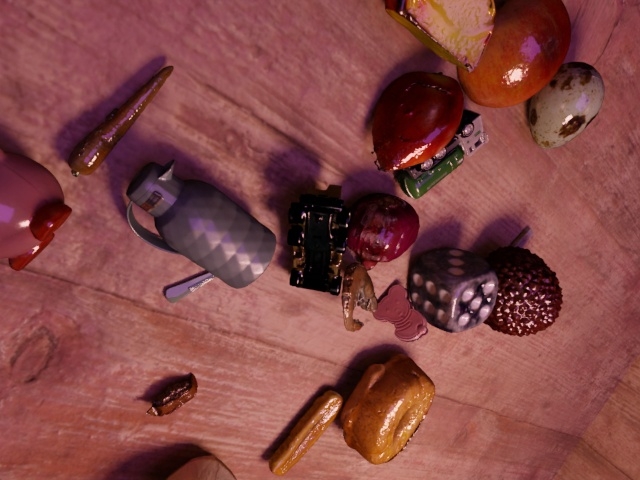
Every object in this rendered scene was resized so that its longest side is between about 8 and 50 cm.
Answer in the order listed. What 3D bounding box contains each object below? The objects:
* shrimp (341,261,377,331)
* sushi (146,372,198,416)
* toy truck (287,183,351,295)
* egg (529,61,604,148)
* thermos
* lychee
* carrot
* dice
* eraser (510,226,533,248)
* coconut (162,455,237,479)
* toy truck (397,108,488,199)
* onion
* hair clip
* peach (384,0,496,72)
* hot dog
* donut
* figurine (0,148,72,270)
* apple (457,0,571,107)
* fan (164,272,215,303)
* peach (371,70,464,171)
[{"bbox_3d":[0.095,0.155,1.066,0.253,0.058,0.173,65,34,-51],"label":"shrimp"},{"bbox_3d":[-0.338,0.360,0.982,0.120,0.052,0.055,-29,122,-16],"label":"sushi"},{"bbox_3d":[-0.001,0.004,0.960,0.127,0.127,0.257,8,125,6],"label":"toy truck"},{"bbox_3d":[0.653,-0.359,1.152,0.169,0.169,0.231,-5,127,-27],"label":"egg"},{"bbox_3d":[-0.239,-0.027,0.824,0.182,0.145,0.286,-33,127,25],"label":"thermos"},{"bbox_3d":[0.573,0.149,1.292,0.264,0.300,0.264,-51,164,-21],"label":"lychee"},{"bbox_3d":[-0.341,-0.209,0.736,0.254,0.049,0.049,-49,126,-5],"label":"carrot"},{"bbox_3d":[0.369,0.135,1.200,0.183,0.182,0.181,-13,117,-26],"label":"dice"},{"bbox_3d":[0.662,-0.003,1.403,0.083,0.019,0.038,-46,124,-4],"label":"eraser"},{"bbox_3d":[-0.303,0.665,1.036,0.259,0.259,0.259,-12,116,-25],"label":"coconut"},{"bbox_3d":[0.292,-0.213,1.056,0.242,0.101,0.125,-40,129,-5],"label":"toy truck"},{"bbox_3d":[0.145,0.000,1.045,0.195,0.140,0.218,-23,135,-42],"label":"onion"},{"bbox_3d":[0.224,0.208,1.182,0.123,0.138,0.102,-42,120,2],"label":"hair clip"},{"bbox_3d":[0.231,-0.485,0.868,0.267,0.154,0.159,22,108,-25],"label":"peach"},{"bbox_3d":[-0.043,0.547,1.224,0.286,0.061,0.088,-46,125,-7],"label":"hot dog"},{"bbox_3d":[0.202,0.500,1.274,0.299,0.150,0.317,-25,128,-33],"label":"donut"},{"bbox_3d":[-0.486,-0.057,0.649,0.173,0.173,0.173,-12,116,-25],"label":"figurine"},{"bbox_3d":[0.491,-0.453,1.022,0.293,0.163,0.251,-40,123,-6],"label":"apple"},{"bbox_3d":[-0.246,0.079,0.933,0.193,0.016,0.038,-28,120,-15],"label":"fan"},{"bbox_3d":[0.213,-0.273,0.951,0.189,0.068,0.279,33,83,3],"label":"peach"}]
